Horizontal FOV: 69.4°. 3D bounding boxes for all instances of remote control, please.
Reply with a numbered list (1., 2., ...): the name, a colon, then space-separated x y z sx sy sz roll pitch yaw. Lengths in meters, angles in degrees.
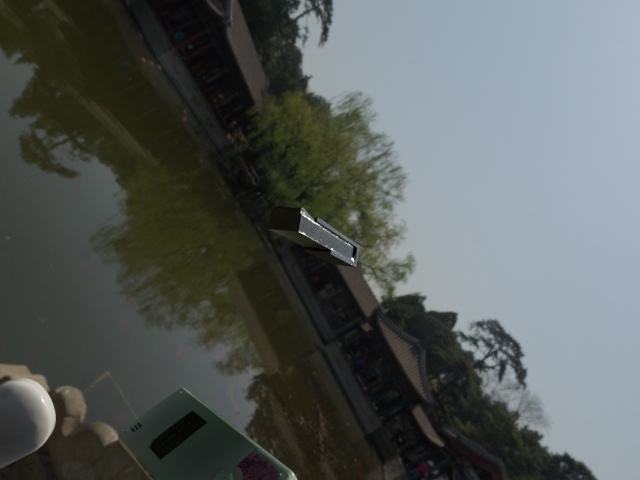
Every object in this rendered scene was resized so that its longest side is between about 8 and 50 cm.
1. remote control: -0.189 0.350 0.733 0.344 0.145 0.050 13 -54 45

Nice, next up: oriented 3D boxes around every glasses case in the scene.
1. glasses case: -0.352 0.194 0.427 0.074 0.193 0.049 69 -18 -3

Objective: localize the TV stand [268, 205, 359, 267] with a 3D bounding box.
1. TV stand: 0.000 0.000 0.719 0.256 0.049 0.040 29 69 -65
